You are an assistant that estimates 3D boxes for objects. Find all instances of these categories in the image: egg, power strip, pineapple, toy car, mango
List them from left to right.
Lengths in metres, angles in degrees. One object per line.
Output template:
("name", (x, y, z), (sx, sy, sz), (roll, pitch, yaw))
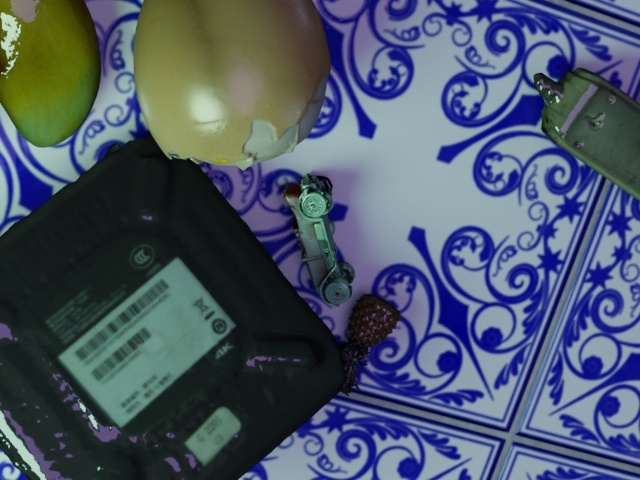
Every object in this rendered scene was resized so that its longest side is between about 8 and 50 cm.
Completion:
("mango", (-0.288, -0.189, 1.642), (0.130, 0.092, 0.195), (-8, 111, -14))
("egg", (-0.092, -0.190, 1.634), (0.201, 0.201, 0.244), (-11, 90, -11))
("toy car", (0.000, 0.000, 1.779), (0.054, 0.073, 0.143), (-12, 109, 5))
("pineapple", (0.041, 0.121, 1.831), (0.058, 0.058, 0.124), (28, 97, -20))
("power strip", (0.387, -0.085, 1.861), (0.387, 0.066, 0.092), (32, 97, -22))

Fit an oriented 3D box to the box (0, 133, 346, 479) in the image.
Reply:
("box", (-0.186, 0.103, 1.645), (0.359, 0.091, 0.350), (-40, 90, -24))
